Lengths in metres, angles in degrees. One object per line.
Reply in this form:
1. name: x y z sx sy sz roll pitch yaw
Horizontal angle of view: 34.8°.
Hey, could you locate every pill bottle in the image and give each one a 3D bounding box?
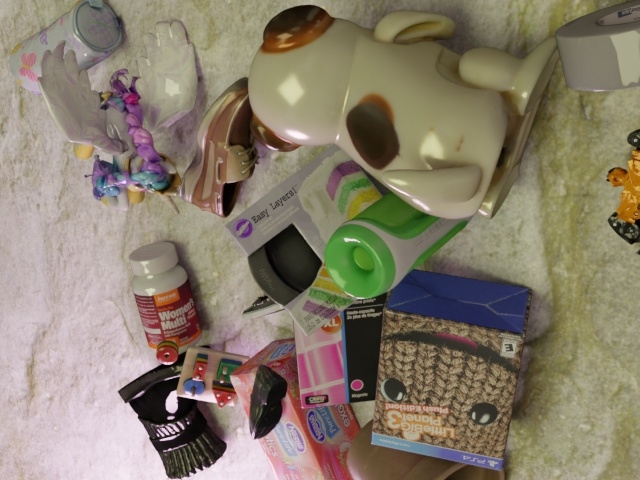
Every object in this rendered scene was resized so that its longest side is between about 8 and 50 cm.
1. pill bottle: -0.336 0.123 2.195 0.121 0.121 0.221 6 118 37

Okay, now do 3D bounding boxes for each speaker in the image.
1. speaker: 0.134 -0.022 1.607 0.131 0.296 0.131 19 125 30

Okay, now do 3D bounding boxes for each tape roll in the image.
1. tape roll: 0.414 -0.257 1.300 0.219 0.219 0.072 -2 113 40

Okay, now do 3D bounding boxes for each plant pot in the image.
1. plant pot: 0.171 0.444 1.901 0.229 0.263 0.263 36 134 41

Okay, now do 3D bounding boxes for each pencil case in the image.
1. pencil case: -0.518 -0.390 2.056 0.273 0.113 0.124 -19 92 44

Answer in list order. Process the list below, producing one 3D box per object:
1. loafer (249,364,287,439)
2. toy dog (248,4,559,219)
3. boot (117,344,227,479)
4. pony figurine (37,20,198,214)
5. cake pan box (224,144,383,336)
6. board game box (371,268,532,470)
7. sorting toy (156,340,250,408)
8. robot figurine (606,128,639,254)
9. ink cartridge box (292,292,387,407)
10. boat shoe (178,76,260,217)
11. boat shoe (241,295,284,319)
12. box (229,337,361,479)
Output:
1. loafer: -0.108 0.311 1.958 0.061 0.062 0.170 46 131 36
2. toy dog: 0.089 -0.186 1.500 0.408 0.395 0.285 24 137 16
3. boot: -0.295 0.393 2.310 0.348 0.131 0.260 -30 91 50
4. pony figurine: -0.373 -0.213 1.946 0.363 0.302 0.351 1 109 64
5. cake pan box: 0.000 0.000 1.776 0.246 0.267 0.070 54 176 4
6. board game box: 0.220 0.217 1.736 0.232 0.141 0.291 9 122 12
7. sorting toy: -0.219 0.297 2.148 0.274 0.046 0.132 12 120 -11
8. robot figurine: 0.541 -0.051 1.410 0.291 0.085 0.211 23 126 27
9. ink cartridge box: 0.036 0.134 1.876 0.175 0.069 0.371 -6 114 -3
10. boat shoe: -0.164 -0.167 1.904 0.116 0.123 0.324 36 139 8
11. boat shoe: -0.109 0.130 2.073 0.142 0.049 0.040 -19 82 42
12. box: -0.037 0.361 2.066 0.142 0.154 0.300 -12 105 43
